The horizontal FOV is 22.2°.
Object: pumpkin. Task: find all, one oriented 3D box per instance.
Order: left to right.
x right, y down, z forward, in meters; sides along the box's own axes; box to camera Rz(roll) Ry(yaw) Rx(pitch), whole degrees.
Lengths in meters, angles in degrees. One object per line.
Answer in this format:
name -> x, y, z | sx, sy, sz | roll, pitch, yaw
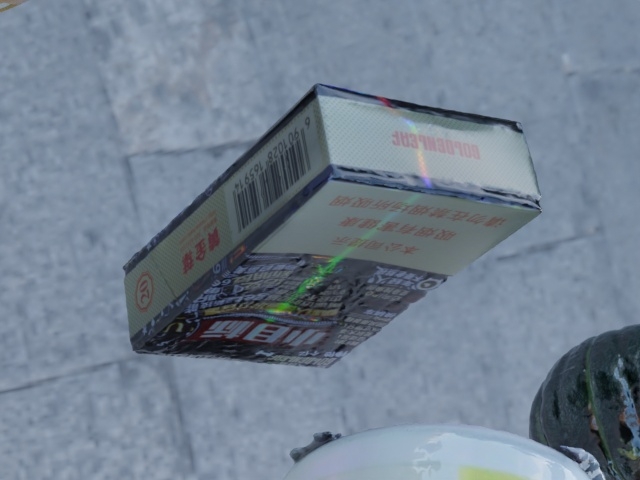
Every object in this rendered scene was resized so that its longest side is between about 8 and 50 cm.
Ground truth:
pumpkin -> 0.294, 0.161, 1.454 | 0.220, 0.220, 0.162 | 11, 63, -53

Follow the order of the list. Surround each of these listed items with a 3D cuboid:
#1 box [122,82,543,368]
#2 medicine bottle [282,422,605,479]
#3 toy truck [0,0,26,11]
box -> 0.000, 0.000, 1.284 | 0.198, 0.310, 0.084 | 7, 60, -33
medicine bottle -> 0.060, 0.306, 0.912 | 0.213, 0.213, 0.379 | 41, 42, -40
toy truck -> -0.288, -0.280, 1.333 | 0.204, 0.211, 0.288 | 52, 11, -12
